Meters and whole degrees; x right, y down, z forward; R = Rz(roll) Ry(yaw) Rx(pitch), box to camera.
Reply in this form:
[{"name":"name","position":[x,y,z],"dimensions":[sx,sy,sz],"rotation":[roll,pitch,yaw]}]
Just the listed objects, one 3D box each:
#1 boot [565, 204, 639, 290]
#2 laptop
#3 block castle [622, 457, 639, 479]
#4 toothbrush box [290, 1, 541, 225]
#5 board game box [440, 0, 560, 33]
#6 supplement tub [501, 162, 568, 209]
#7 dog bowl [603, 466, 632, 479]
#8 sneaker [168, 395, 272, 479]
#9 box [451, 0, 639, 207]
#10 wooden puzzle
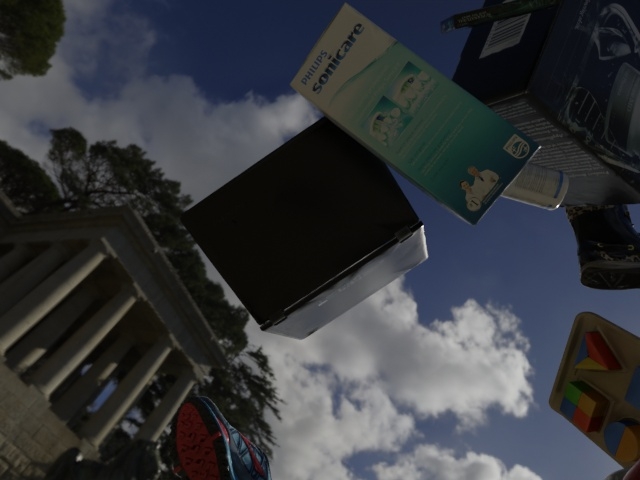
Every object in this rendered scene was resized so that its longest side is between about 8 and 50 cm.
[{"name":"boot","position":[0.921,0.008,1.377],"dimensions":[0.376,0.285,0.138],"rotation":[0,-39,5]},{"name":"laptop","position":[0.000,0.000,1.008],"dimensions":[0.237,0.381,0.408],"rotation":[59,5,22]},{"name":"block castle","position":[0.592,0.386,0.464],"dimensions":[0.452,0.303,0.213],"rotation":[26,-82,11]},{"name":"toothbrush box","position":[0.126,-0.163,0.668],"dimensions":[0.295,0.216,0.126],"rotation":[38,-79,6]},{"name":"board game box","position":[0.331,-0.428,0.891],"dimensions":[0.186,0.126,0.026],"rotation":[-10,-72,7]},{"name":"supplement tub","position":[0.370,-0.100,0.832],"dimensions":[0.107,0.071,0.071],"rotation":[18,-46,6]},{"name":"dog bowl","position":[0.725,0.520,0.903],"dimensions":[0.348,0.102,0.349],"rotation":[6,-38,5]},{"name":"sneaker","position":[-0.145,0.366,0.755],"dimensions":[0.104,0.125,0.262],"rotation":[-32,-99,13]},{"name":"box","position":[0.615,-0.400,1.150],"dimensions":[0.471,0.481,0.297],"rotation":[27,-9,-24]},{"name":"wooden puzzle","position":[0.741,0.393,1.180],"dimensions":[0.080,0.348,0.323],"rotation":[1,-72,-24]}]
